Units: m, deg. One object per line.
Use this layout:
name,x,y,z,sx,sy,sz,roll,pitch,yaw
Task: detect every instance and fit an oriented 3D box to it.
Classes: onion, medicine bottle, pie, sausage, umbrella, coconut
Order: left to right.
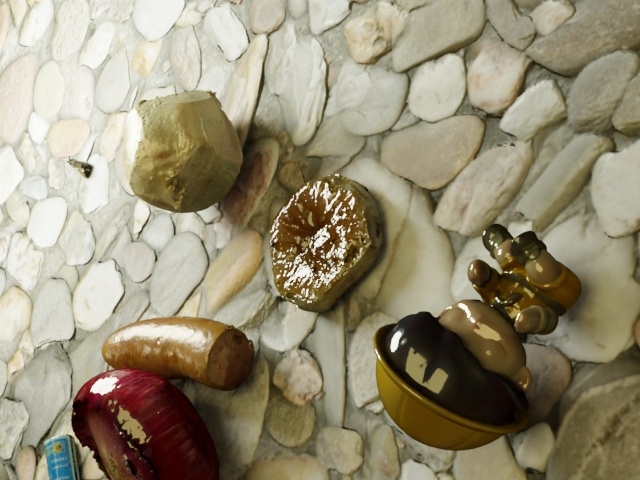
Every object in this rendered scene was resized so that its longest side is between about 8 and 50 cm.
medicine bottle,-0.407,0.408,1.667,0.051,0.051,0.191,-34,57,31
umbrella,-0.434,-0.134,1.870,0.083,0.020,0.031,21,132,43
onion,-0.239,0.283,1.456,0.161,0.248,0.248,-45,46,-15
sausage,-0.217,0.163,1.529,0.270,0.109,0.109,-5,74,40
coconut,-0.210,-0.126,1.559,0.194,0.194,0.194,-13,69,39
pie,0.000,0.000,1.421,0.195,0.046,0.195,-15,67,39

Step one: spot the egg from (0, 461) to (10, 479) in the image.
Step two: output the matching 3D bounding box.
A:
egg,-0.585,0.433,1.784,0.103,0.103,0.135,-20,68,37

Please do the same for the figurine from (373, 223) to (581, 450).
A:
figurine,0.179,0.117,1.151,0.257,0.167,0.192,-43,36,-3
